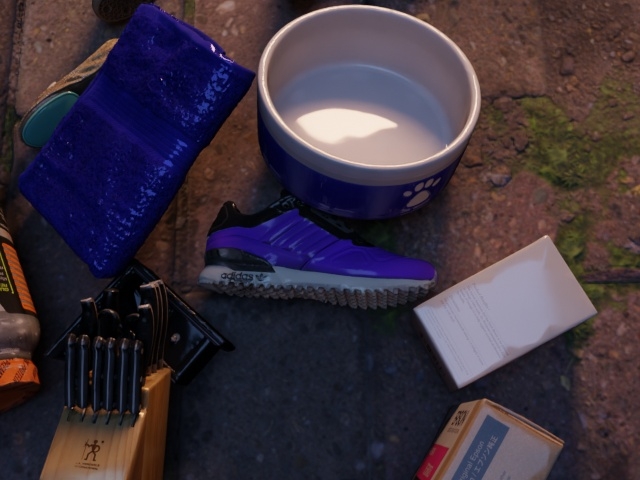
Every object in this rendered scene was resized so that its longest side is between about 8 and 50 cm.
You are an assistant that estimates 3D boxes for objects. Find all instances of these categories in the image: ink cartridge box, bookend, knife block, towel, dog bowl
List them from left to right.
[{"bbox_3d":[-0.221,0.189,0.832,0.088,0.276,0.242,6,50,3],"label":"knife block"},{"bbox_3d":[-0.239,-0.131,0.900,0.227,0.076,0.308,37,96,37],"label":"towel"},{"bbox_3d":[-0.218,0.134,0.896,0.156,0.072,0.157,41,82,12],"label":"bookend"},{"bbox_3d":[0.054,-0.159,0.896,0.265,0.104,0.265,3,58,-5],"label":"dog bowl"},{"bbox_3d":[0.140,0.267,0.751,0.088,0.235,0.193,29,79,10],"label":"ink cartridge box"}]

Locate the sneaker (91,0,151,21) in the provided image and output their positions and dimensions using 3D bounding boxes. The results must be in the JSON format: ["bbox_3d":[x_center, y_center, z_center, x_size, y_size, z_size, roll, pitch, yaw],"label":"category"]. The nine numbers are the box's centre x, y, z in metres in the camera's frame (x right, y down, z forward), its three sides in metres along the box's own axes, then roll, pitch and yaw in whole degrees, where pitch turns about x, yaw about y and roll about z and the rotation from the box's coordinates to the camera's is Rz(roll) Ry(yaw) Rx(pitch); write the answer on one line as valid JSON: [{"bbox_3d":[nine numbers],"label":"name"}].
[{"bbox_3d":[-0.263,-0.389,1.051,0.071,0.066,0.188,35,75,29],"label":"sneaker"}]

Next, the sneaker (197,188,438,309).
[{"bbox_3d":[0.000,0.000,0.900,0.293,0.102,0.146,4,75,5],"label":"sneaker"}]

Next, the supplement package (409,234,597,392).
[{"bbox_3d":[0.208,0.090,0.860,0.179,0.105,0.105,-27,74,-3],"label":"supplement package"}]

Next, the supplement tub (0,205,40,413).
[{"bbox_3d":[-0.456,0.055,0.872,0.193,0.193,0.316,-24,74,-2],"label":"supplement tub"}]

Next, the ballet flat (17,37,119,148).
[{"bbox_3d":[-0.328,-0.204,1.006,0.206,0.073,0.067,-37,49,-9],"label":"ballet flat"}]
